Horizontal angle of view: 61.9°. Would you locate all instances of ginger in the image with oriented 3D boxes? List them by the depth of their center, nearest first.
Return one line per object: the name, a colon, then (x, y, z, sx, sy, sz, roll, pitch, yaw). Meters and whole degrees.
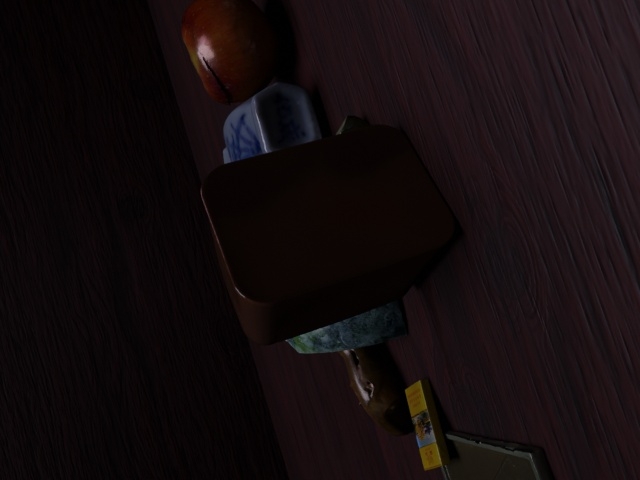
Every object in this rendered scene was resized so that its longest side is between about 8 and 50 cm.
ginger: (0.099, 0.287, 1.192, 0.309, 0.107, 0.133, 55, 140, 37)

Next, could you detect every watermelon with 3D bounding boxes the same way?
watermelon: (0.072, 0.116, 1.137, 0.290, 0.214, 0.319, 23, 91, 29)

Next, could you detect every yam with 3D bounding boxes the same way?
yam: (0.045, -0.165, 1.026, 0.169, 0.068, 0.068, 111, 139, -61)

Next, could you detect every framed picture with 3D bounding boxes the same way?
framed picture: (0.295, 0.443, 0.875, 0.335, 0.022, 0.247, 135, 118, -70)

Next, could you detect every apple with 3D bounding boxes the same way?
apple: (-0.208, -0.456, 1.259, 0.251, 0.206, 0.272, 62, 177, -1)

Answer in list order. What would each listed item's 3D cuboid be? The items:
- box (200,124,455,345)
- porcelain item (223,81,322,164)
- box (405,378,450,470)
box: (0.000, 0.000, 0.875, 0.229, 0.340, 0.239, 104, 146, -61)
porcelain item: (-0.126, -0.226, 1.301, 0.405, 0.179, 0.242, 157, 97, -69)
box: (0.202, 0.352, 1.019, 0.087, 0.023, 0.155, 118, 146, -57)
